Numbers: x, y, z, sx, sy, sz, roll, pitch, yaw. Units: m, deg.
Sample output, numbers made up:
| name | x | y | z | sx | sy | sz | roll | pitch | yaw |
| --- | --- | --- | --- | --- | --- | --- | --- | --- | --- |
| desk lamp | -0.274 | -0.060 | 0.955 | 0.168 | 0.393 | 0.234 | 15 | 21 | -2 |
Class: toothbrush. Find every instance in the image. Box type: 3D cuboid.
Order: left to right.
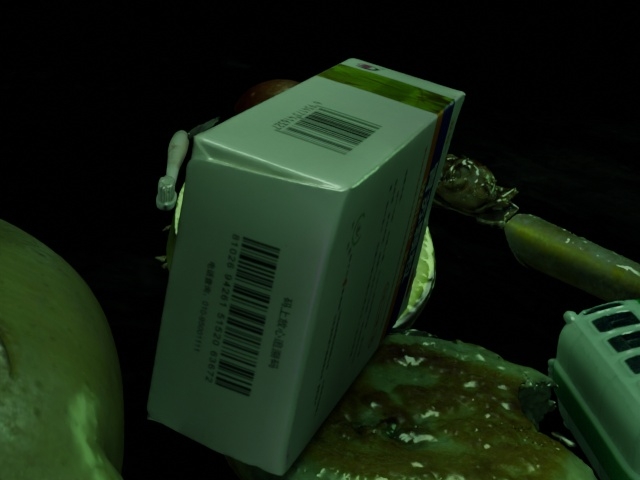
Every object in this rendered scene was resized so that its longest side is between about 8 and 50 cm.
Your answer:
| name | x | y | z | sx | sy | sz | roll | pitch | yaw |
| --- | --- | --- | --- | --- | --- | --- | --- | --- | --- |
| toothbrush | -0.185 | -0.100 | 1.430 | 0.025 | 0.029 | 0.307 | 2 | 20 | -4 |

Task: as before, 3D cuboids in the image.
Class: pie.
| name | x | y | z | sx | sy | sz | roll | pitch | yaw |
| --- | --- | --- | --- | --- | --- | --- | --- | --- | --- |
| pie | 0.063 | 0.142 | 0.849 | 0.302 | 0.067 | 0.302 | 9 | 24 | -4 |

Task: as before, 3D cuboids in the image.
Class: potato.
| name | x | y | z | sx | sy | sz | roll | pitch | yaw |
| --- | --- | --- | --- | --- | --- | --- | --- | --- | --- |
| potato | -0.226 | 0.100 | 0.591 | 0.243 | 0.221 | 0.326 | 14 | 21 | -21 |

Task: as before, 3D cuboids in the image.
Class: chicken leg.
| name | x | y | z | sx | sy | sz | roll | pitch | yaw |
| --- | --- | --- | --- | --- | --- | --- | --- | --- | --- |
| chicken leg | 0.193 | -0.075 | 1.516 | 0.125 | 0.080 | 0.196 | 17 | 11 | -13 |

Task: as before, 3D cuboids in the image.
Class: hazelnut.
| name | x | y | z | sx | sy | sz | roll | pitch | yaw |
| --- | --- | --- | --- | --- | --- | --- | --- | --- | --- |
| hazelnut | -0.037 | -0.130 | 1.421 | 0.143 | 0.154 | 0.143 | -12 | 38 | 10 |

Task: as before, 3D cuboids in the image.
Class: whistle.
| name | x | y | z | sx | sy | sz | roll | pitch | yaw |
| --- | --- | --- | --- | --- | --- | --- | --- | --- | --- |
| whistle | 0.350 | 0.053 | 1.267 | 0.326 | 0.057 | 0.068 | 25 | -20 | 34 |

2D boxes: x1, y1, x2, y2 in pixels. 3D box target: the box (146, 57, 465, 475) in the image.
| name | x | y | z | sx | sy | sz | roll | pitch | yaw |
| --- | --- | --- | --- | --- | --- | --- | --- | --- | --- |
| box | 0.000 | 0.000 | 0.806 | 0.106 | 0.200 | 0.299 | 19 | 23 | 15 |

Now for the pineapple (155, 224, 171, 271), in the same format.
| name | x | y | z | sx | sy | sz | roll | pitch | yaw |
| --- | --- | --- | --- | --- | --- | --- | --- | --- | --- |
| pineapple | -0.054 | 0.006 | 1.152 | 0.225 | 0.076 | 0.225 | 8 | 20 | -3 |

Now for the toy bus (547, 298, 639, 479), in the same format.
| name | x | y | z | sx | sy | sz | roll | pitch | yaw |
| --- | --- | --- | --- | --- | --- | --- | --- | --- | --- |
| toy bus | 0.284 | 0.141 | 0.856 | 0.165 | 0.133 | 0.276 | -5 | 18 | -2 |

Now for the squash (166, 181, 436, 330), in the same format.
| name | x | y | z | sx | sy | sz | roll | pitch | yaw |
| --- | --- | --- | --- | --- | --- | --- | --- | --- | --- |
| squash | -0.013 | 0.007 | 1.057 | 0.252 | 0.049 | 0.252 | 10 | 49 | -11 |
